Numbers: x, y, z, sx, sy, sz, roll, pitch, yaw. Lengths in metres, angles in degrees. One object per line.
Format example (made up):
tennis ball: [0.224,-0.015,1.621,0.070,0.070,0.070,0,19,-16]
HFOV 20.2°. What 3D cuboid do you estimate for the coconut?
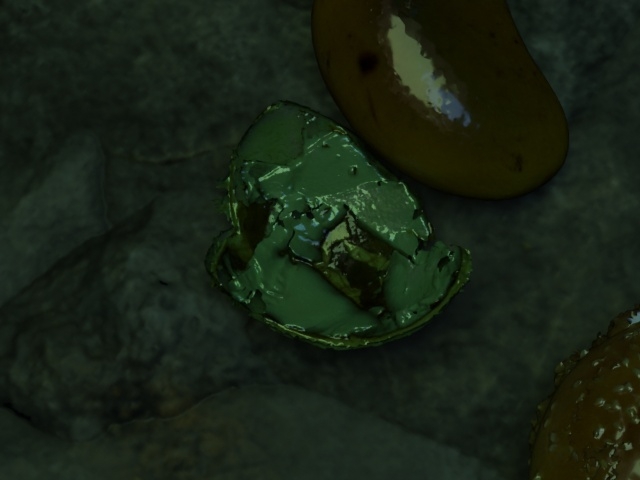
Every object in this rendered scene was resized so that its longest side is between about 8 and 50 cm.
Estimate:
coconut: [0.002,-0.001,1.012,0.133,0.055,0.158,-30,70,0]

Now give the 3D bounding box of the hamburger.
hamburger: [0.196,0.117,0.918,0.182,0.118,0.191,-10,68,2]

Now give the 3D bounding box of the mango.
mango: [0.062,-0.097,1.016,0.115,0.090,0.178,-24,79,-14]
